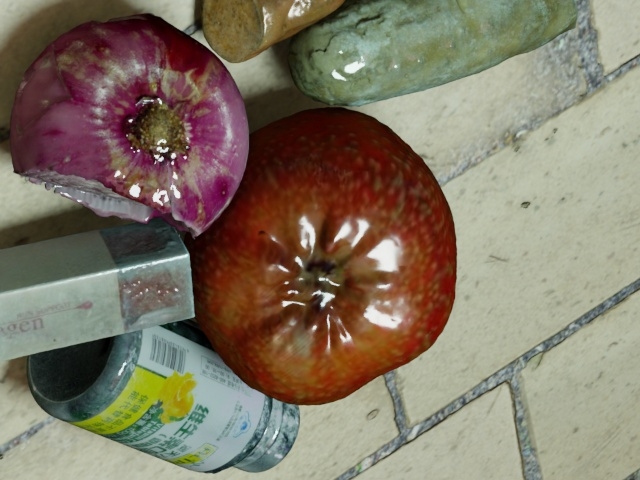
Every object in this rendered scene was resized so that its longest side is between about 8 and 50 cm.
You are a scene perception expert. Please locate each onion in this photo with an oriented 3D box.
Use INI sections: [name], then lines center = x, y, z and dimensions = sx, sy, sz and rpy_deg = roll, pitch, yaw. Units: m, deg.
[onion]
center = -0.163, -0.108, 1.662
dimensions = 0.200, 0.207, 0.200
rpy_deg = 21, 90, -84

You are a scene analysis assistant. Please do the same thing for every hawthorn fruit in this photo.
[hawthorn fruit]
center = 0.000, 0.000, 1.812
dimensions = 0.275, 0.299, 0.275
rpy_deg = 0, 128, 0

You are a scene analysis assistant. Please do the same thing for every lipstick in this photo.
[lipstick]
center = -0.302, 0.062, 1.680
dimensions = 0.372, 0.080, 0.076
rpy_deg = -13, 124, -16

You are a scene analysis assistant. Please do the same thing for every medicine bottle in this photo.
[medicine bottle]
center = -0.146, 0.149, 1.876
dimensions = 0.293, 0.141, 0.141
rpy_deg = 29, 98, -46

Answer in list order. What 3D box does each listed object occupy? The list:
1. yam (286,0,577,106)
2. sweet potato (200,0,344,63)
[yam]
center = 0.113, -0.218, 1.841
dimensions = 0.330, 0.133, 0.133
rpy_deg = -23, 130, -26
[sweet potato]
center = -0.003, -0.260, 1.747
dimensions = 0.252, 0.097, 0.097
rpy_deg = -37, 135, -12
